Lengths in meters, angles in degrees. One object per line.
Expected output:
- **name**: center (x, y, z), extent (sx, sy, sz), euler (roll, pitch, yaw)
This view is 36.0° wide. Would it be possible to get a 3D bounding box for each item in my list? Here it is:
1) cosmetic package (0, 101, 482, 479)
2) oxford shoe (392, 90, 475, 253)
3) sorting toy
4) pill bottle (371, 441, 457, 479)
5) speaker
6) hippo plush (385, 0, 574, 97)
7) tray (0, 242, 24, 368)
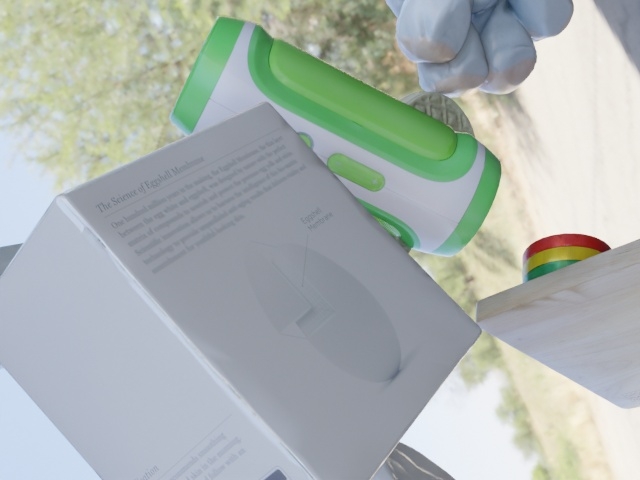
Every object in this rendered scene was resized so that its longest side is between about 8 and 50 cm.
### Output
- **cosmetic package**: center (-0.051, 0.056, 0.629), extent (0.224, 0.138, 0.224), euler (49, -145, 4)
- **oxford shoe**: center (0.000, 0.000, 1.037), extent (0.169, 0.449, 0.130), euler (54, 147, -13)
- **sorting toy**: center (0.325, 0.050, 0.930), extent (0.255, 0.257, 0.089), euler (29, -129, -33)
- **pill bottle**: center (0.018, 0.346, 0.915), extent (0.169, 0.301, 0.169), euler (38, -169, -8)
- **speaker**: center (0.015, -0.095, 0.921), extent (0.296, 0.131, 0.131), euler (26, -163, -11)
- **hippo plush**: center (0.127, -0.315, 1.155), extent (0.236, 0.234, 0.294), euler (34, 162, 45)
- **tray**: center (-0.317, 0.076, 0.928), extent (0.030, 0.145, 0.270), euler (32, -151, 33)
